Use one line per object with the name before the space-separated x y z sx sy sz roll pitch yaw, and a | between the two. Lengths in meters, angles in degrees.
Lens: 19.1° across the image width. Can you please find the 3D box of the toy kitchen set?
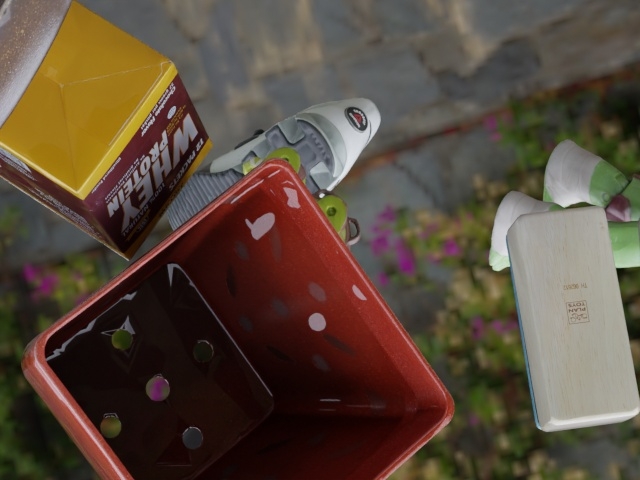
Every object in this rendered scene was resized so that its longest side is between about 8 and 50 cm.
toy kitchen set | 0.213 0.050 1.150 0.207 0.122 0.166 -6 167 -7

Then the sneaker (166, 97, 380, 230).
sneaker | -0.049 -0.075 2.246 0.330 0.122 0.146 -25 -173 45

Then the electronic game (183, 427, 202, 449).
electronic game | -0.119 0.227 2.035 0.229 0.048 0.229 -32 -148 22

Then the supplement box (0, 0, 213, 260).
supplement box | -0.215 -0.108 1.570 0.129 0.191 0.194 -55 166 -10

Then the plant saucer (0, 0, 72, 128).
plant saucer | -0.227 -0.122 1.172 0.050 0.310 0.310 32 157 -26

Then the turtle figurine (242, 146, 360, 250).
turtle figurine | 0.000 0.000 1.925 0.087 0.269 0.217 -26 162 -4

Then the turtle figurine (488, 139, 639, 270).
turtle figurine | 0.284 0.039 1.522 0.266 0.198 0.275 21 166 28

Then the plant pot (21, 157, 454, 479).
plant pot | -0.099 0.123 1.609 0.267 0.267 0.236 -39 -170 -23
